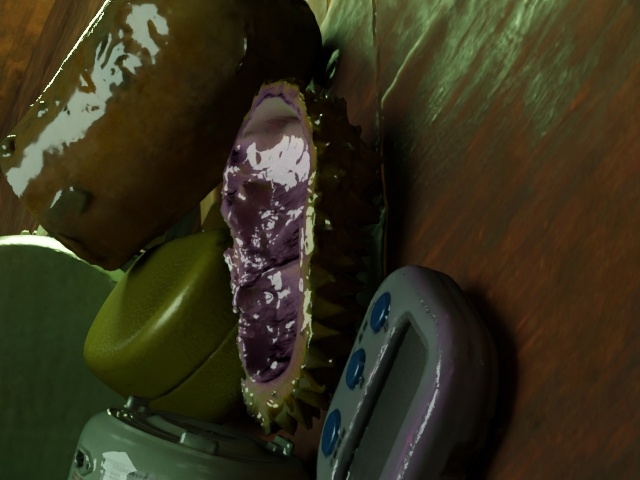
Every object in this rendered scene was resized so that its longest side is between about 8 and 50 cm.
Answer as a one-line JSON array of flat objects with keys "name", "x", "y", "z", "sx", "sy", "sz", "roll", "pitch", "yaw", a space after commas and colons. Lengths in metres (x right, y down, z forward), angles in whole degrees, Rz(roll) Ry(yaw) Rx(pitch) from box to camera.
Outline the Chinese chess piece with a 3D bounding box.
[{"name": "Chinese chess piece", "x": -0.335, "y": 0.168, "z": 2.113, "sx": 0.146, "sy": 0.349, "sz": 0.349, "roll": 97, "pitch": -174, "yaw": -85}]

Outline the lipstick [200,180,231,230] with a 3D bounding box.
[{"name": "lipstick", "x": -0.110, "y": -0.068, "z": 2.110, "sx": 0.145, "sy": 0.045, "sz": 0.045, "roll": -95, "pitch": 29, "yaw": -49}]

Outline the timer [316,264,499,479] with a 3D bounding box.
[{"name": "timer", "x": 0.063, "y": 0.132, "z": 1.378, "sx": 0.191, "sy": 0.069, "sz": 0.208, "roll": -115, "pitch": 45, "yaw": -64}]

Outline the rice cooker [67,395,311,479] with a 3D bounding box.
[{"name": "rice cooker", "x": -0.127, "y": 0.270, "z": 1.610, "sx": 0.226, "sy": 0.226, "sz": 0.244, "roll": -150, "pitch": 79, "yaw": -72}]

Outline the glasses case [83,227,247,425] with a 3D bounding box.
[{"name": "glasses case", "x": -0.127, "y": 0.096, "z": 1.862, "sx": 0.173, "sy": 0.141, "sz": 0.371, "roll": -55, "pitch": 12, "yaw": -13}]

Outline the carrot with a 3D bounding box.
[{"name": "carrot", "x": -0.163, "y": -0.152, "z": 1.955, "sx": 0.341, "sy": 0.224, "sz": 0.224, "roll": -44, "pitch": 27, "yaw": 14}]

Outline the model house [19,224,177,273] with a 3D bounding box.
[{"name": "model house", "x": -0.248, "y": -0.080, "z": 2.386, "sx": 0.326, "sy": 0.169, "sz": 0.244, "roll": -38, "pitch": 33, "yaw": 60}]

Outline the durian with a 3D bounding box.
[{"name": "durian", "x": -0.001, "y": 0.001, "z": 1.633, "sx": 0.191, "sy": 0.112, "sz": 0.341, "roll": -41, "pitch": 45, "yaw": 46}]
